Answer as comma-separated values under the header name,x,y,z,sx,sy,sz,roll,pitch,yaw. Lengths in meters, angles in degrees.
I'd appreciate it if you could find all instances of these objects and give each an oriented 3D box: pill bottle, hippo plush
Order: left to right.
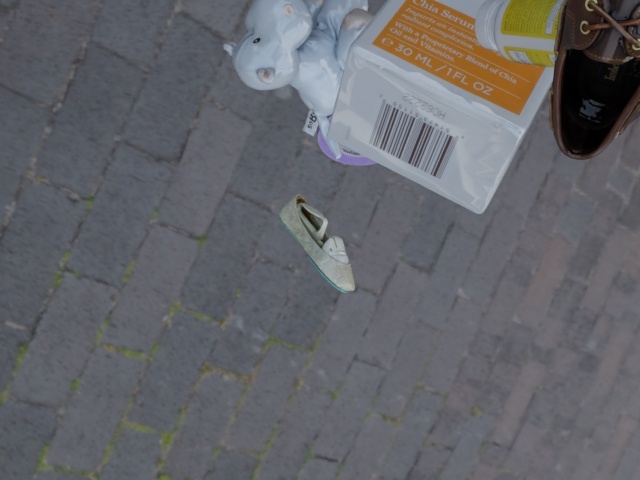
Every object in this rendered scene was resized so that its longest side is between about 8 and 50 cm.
name,x,y,z,sx,sy,sz,roll,pitch,yaw
hippo plush,-0.059,-0.340,1.561,0.236,0.234,0.294,6,117,-37
pill bottle,0.194,-0.187,0.769,0.065,0.116,0.065,-15,114,-36

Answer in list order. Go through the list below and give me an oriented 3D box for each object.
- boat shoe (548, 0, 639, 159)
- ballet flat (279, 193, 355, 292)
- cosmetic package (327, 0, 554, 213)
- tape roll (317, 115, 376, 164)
name,x,y,z,sx,sy,sz,roll,pitch,yaw
boat shoe,0.172,-0.124,0.491,0.073,0.073,0.207,-59,158,-25
ballet flat,0.000,0.000,1.235,0.057,0.168,0.052,-2,135,-55
cosmetic package,0.217,-0.274,1.170,0.453,0.230,0.161,-56,170,-37
tape roll,0.085,-0.241,1.774,0.189,0.189,0.080,32,43,-41
